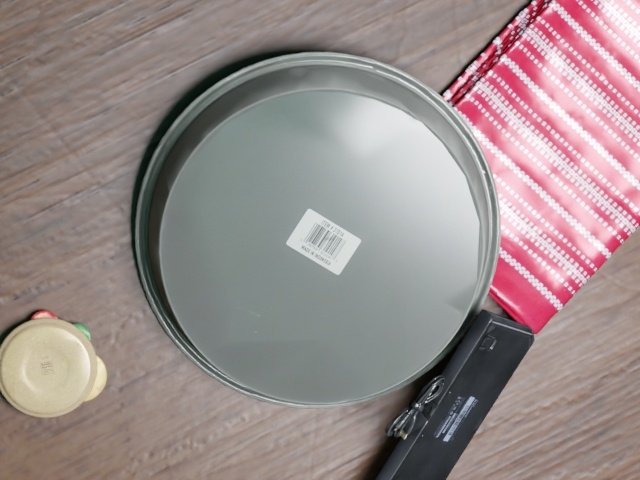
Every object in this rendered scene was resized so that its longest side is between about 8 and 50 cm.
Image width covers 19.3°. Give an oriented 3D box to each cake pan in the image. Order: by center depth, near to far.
[{"bbox_3d":[0.000,0.000,1.477,0.293,0.054,0.293,-1,103,-3],"label":"cake pan"}]

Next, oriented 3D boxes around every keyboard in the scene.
[{"bbox_3d":[0.097,0.137,1.512,0.108,0.023,0.180,19,105,-53],"label":"keyboard"}]

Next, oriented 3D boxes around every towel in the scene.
[{"bbox_3d":[0.197,-0.080,1.535,0.199,0.031,0.275,44,88,-12],"label":"towel"}]

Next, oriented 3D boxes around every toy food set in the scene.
[{"bbox_3d":[-0.217,0.099,1.491,0.083,0.020,0.082,-27,100,-5],"label":"toy food set"}]
